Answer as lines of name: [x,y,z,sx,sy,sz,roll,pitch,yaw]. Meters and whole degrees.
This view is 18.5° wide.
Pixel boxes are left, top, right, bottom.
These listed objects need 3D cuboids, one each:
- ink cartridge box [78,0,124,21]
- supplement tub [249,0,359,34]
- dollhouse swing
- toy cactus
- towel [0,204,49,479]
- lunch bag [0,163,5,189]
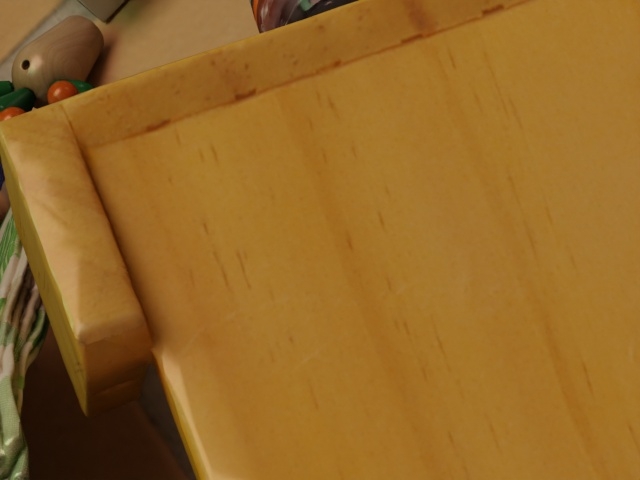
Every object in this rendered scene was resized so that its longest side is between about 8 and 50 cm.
ink cartridge box: [-0.161,-0.229,1.430,0.104,0.060,0.180,-46,40,-1]
supplement tub: [0.004,-0.169,1.206,0.106,0.106,0.198,-33,43,15]
dollhouse swing: [0.073,0.049,0.875,0.346,0.315,0.305,-20,82,-10]
toy cactus: [-0.199,-0.082,1.334,0.219,0.112,0.180,-8,34,39]
towel: [-0.194,0.119,1.050,0.248,0.038,0.325,-61,15,24]
lunch bag: [-0.420,0.021,1.271,0.385,0.239,0.328,31,98,53]
